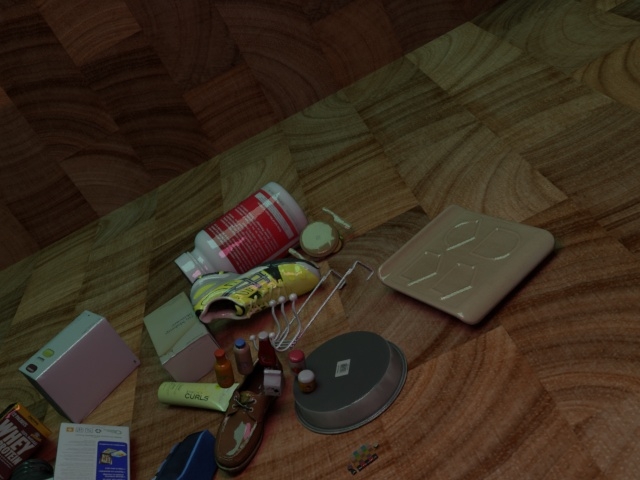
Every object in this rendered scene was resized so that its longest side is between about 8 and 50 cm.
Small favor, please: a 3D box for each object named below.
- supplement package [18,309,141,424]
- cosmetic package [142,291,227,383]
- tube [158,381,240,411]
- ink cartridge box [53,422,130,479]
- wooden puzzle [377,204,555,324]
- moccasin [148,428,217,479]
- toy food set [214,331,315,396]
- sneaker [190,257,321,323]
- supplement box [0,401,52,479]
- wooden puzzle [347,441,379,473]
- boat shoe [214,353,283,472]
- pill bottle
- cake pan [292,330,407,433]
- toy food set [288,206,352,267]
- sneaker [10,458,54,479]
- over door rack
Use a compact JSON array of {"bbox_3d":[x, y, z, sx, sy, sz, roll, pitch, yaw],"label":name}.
[{"bbox_3d":[-0.720,0.378,2.125,0.145,0.204,0.262,7,45,48],"label":"supplement package"},{"bbox_3d":[-0.405,0.287,2.078,0.160,0.113,0.309,-35,28,-10],"label":"cosmetic package"},{"bbox_3d":[-0.324,0.408,1.869,0.240,0.062,0.070,-3,78,32],"label":"tube"},{"bbox_3d":[-0.549,0.577,1.693,0.176,0.069,0.371,9,19,-19],"label":"ink cartridge box"},{"bbox_3d":[0.363,0.061,1.779,0.322,0.080,0.348,-40,35,-18],"label":"wooden puzzle"},{"bbox_3d":[-0.326,0.569,1.563,0.117,0.138,0.342,-21,15,24],"label":"moccasin"},{"bbox_3d":[-0.125,0.282,1.639,0.232,0.104,0.111,3,38,12],"label":"toy food set"},{"bbox_3d":[-0.182,0.160,2.028,0.385,0.145,0.147,-14,39,3],"label":"sneaker"},{"bbox_3d":[-0.888,0.572,1.984,0.191,0.129,0.194,-49,13,-31],"label":"supplement box"},{"bbox_3d":[0.089,0.450,1.468,0.083,0.006,0.049,-34,29,-7],"label":"wooden puzzle"},{"bbox_3d":[-0.177,0.393,1.673,0.111,0.104,0.307,8,42,14],"label":"boat shoe"},{"bbox_3d":[-0.248,0.014,2.249,0.408,0.229,0.229,-37,29,-13],"label":"pill bottle"},{"bbox_3d":[0.059,0.320,1.658,0.293,0.054,0.293,-22,29,13],"label":"cake pan"},{"bbox_3d":[0.000,0.000,2.190,0.132,0.038,0.192,36,79,20],"label":"toy food set"},{"bbox_3d":[-0.713,0.619,1.831,0.296,0.104,0.147,-26,33,16],"label":"sneaker"},{"bbox_3d":[-0.041,0.162,1.860,0.324,0.108,0.239,-41,5,-19],"label":"over door rack"}]
